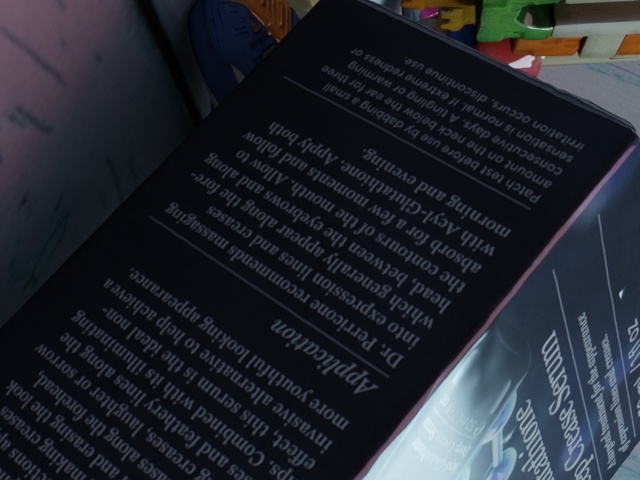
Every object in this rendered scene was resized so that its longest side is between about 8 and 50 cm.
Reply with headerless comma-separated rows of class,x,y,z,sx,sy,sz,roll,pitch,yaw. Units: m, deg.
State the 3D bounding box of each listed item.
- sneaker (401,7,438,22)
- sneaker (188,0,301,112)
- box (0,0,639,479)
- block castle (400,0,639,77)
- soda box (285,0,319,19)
sneaker,0.138,-0.173,1.298,0.111,0.103,0.252,98,-15,-82
sneaker,-0.044,-0.046,0.891,0.296,0.131,0.112,64,26,-46
box,-0.008,0.118,0.731,0.395,0.212,0.293,-48,146,-15
block castle,0.154,-0.297,0.909,0.453,0.213,0.303,73,14,-80
soda box,-0.010,-0.169,0.905,0.058,0.061,0.181,-63,169,-8
